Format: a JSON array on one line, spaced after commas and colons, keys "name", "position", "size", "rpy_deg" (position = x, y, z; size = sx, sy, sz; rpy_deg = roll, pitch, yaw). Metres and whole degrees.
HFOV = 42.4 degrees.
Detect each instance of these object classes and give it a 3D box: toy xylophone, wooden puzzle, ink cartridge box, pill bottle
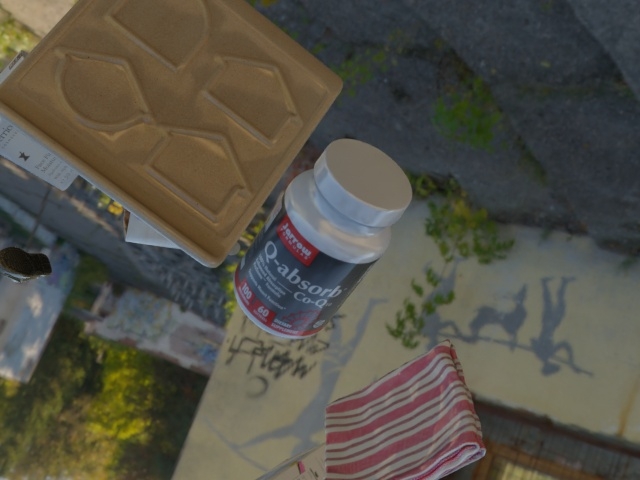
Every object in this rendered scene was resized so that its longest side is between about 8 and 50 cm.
[{"name": "toy xylophone", "position": [-0.282, -0.043, 1.575], "size": [0.236, 0.081, 0.323], "rpy_deg": [8, -171, -24]}, {"name": "wooden puzzle", "position": [-0.178, -0.178, 1.032], "size": [0.322, 0.347, 0.080], "rpy_deg": [37, 151, -11]}, {"name": "ink cartridge box", "position": [-0.065, 0.391, 1.275], "size": [0.115, 0.067, 0.198], "rpy_deg": [-35, 170, 40]}, {"name": "pill bottle", "position": [0.000, 0.000, 1.504], "size": [0.210, 0.210, 0.363], "rpy_deg": [26, 130, -11]}]

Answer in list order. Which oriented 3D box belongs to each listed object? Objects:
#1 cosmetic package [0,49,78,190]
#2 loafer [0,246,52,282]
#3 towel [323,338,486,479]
[{"name": "cosmetic package", "position": [-0.518, -0.223, 1.537], "size": [0.184, 0.151, 0.151], "rpy_deg": [34, -167, -42]}, {"name": "loafer", "position": [-0.506, 0.046, 1.383], "size": [0.050, 0.056, 0.148], "rpy_deg": [-24, 167, 8]}, {"name": "towel", "position": [0.064, 0.159, 0.724], "size": [0.029, 0.144, 0.197], "rpy_deg": [57, -169, -15]}]
